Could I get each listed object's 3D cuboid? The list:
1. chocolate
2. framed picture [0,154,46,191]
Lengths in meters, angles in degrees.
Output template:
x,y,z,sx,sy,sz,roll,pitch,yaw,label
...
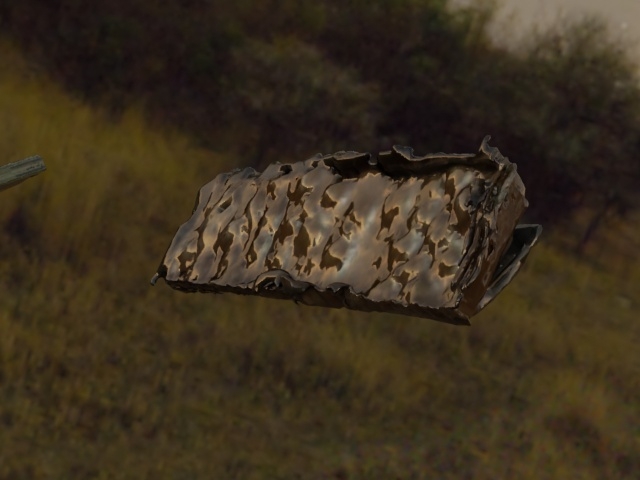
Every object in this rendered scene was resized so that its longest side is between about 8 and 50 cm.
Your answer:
x,y,z,sx,sy,sz,roll,pitch,yaw,label
0.006,0.001,0.801,0.065,0.102,0.329,37,-18,-26,chocolate
-0.221,0.020,0.471,0.173,0.010,0.231,-19,6,23,framed picture
